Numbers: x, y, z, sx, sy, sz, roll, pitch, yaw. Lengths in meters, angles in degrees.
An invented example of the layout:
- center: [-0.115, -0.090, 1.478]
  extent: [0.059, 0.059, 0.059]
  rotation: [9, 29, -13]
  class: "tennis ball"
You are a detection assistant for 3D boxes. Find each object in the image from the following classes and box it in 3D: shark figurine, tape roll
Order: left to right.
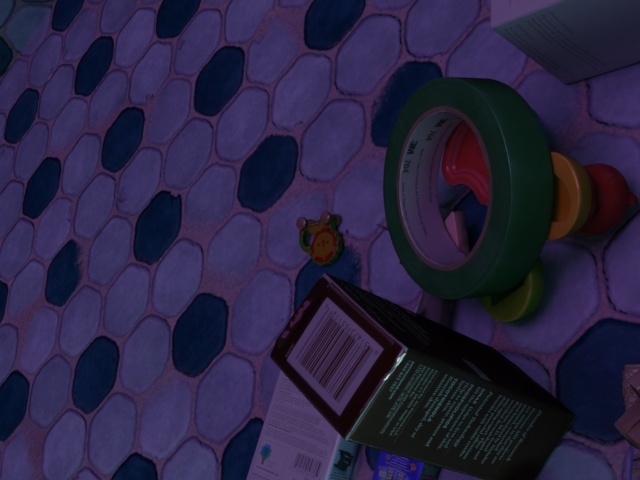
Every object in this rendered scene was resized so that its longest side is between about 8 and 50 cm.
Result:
- center: [0.148, 0.103, 1.562]
  extent: [0.166, 0.116, 0.278]
  rotation: [-12, 66, 41]
  class: "shark figurine"
- center: [0.206, -0.076, 1.475]
  extent: [0.321, 0.077, 0.321]
  rotation: [9, 101, 61]
  class: "tape roll"

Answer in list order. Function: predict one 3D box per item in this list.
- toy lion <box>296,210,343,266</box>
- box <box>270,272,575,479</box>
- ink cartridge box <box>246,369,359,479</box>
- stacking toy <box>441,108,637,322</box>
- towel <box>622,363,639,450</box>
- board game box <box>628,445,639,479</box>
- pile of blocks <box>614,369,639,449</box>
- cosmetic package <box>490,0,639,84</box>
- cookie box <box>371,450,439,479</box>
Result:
- center: [0.000, 0.000, 1.825]
  extent: [0.100, 0.034, 0.096]
  rotation: [-11, 72, 43]
  class: "toy lion"
- center: [0.142, 0.193, 1.322]
  extent: [0.143, 0.381, 0.191]
  rotation: [-57, 43, 7]
  class: "box"
- center: [-0.008, 0.291, 1.673]
  extent: [0.185, 0.065, 0.311]
  rotation: [9, 81, 47]
  class: "ink cartridge box"
- center: [0.308, -0.044, 1.506]
  extent: [0.309, 0.130, 0.280]
  rotation: [51, 136, 48]
  class: "stacking toy"
- center: [0.434, 0.220, 1.274]
  extent: [0.110, 0.027, 0.148]
  rotation: [-22, 58, 39]
  class: "towel"
- center: [0.436, 0.256, 1.171]
  extent: [0.154, 0.026, 0.103]
  rotation: [-21, 19, 29]
  class: "board game box"
- center: [0.480, 0.169, 1.063]
  extent: [0.362, 0.112, 0.149]
  rotation: [-20, 43, 29]
  class: "pile of blocks"
- center: [0.450, -0.370, 1.391]
  extent: [0.385, 0.217, 0.156]
  rotation: [-14, 63, 40]
  class: "cosmetic package"
- center: [0.133, 0.335, 1.521]
  extent: [0.092, 0.040, 0.107]
  rotation: [11, 81, 48]
  class: "cookie box"
